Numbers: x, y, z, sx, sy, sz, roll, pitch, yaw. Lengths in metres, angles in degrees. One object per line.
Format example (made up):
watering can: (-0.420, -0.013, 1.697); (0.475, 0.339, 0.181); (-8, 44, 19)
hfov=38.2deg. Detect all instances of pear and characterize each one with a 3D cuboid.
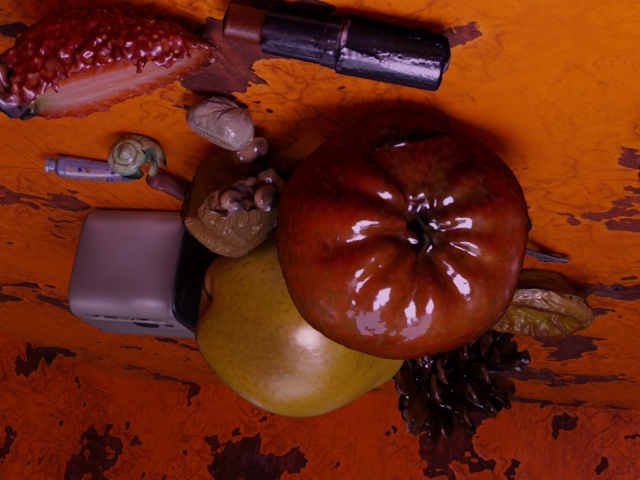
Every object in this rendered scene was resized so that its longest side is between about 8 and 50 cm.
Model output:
pear: (-0.030, 0.153, 1.753); (0.418, 0.362, 0.362); (7, 162, -20)

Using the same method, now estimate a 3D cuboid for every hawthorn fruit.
hawthorn fruit: (0.111, -0.005, 1.479); (0.403, 0.403, 0.403); (7, 161, 2)

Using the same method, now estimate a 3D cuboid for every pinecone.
pinecone: (0.371, 0.349, 2.442); (0.384, 0.384, 0.384); (7, 161, 2)

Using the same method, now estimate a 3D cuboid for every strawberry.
strawberry: (-0.297, -0.264, 1.292); (0.306, 0.138, 0.233); (-18, 180, -1)

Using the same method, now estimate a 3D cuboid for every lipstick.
lipstick: (0.020, -0.259, 1.204); (0.299, 0.081, 0.081); (13, 161, -1)

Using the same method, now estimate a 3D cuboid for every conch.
conch: (-0.321, -0.145, 1.687); (0.105, 0.079, 0.170); (11, 177, 8)

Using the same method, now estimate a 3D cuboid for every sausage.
sausage: (-0.279, -0.096, 1.834); (0.043, 0.043, 0.186); (-3, 162, 28)

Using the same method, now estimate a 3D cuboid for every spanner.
spanner: (0.418, 0.023, 1.867); (0.071, 0.017, 0.302); (3, 174, 39)

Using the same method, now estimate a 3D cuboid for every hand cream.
hand cream: (-0.446, -0.138, 1.794); (0.170, 0.043, 0.065); (6, 167, -8)

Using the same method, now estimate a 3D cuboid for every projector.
projector: (-0.382, 0.076, 2.065); (0.249, 0.248, 0.248); (2, 161, 16)

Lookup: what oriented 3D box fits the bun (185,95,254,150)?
bun: (-0.157, -0.192, 1.483); (0.115, 0.069, 0.115); (26, 173, 3)

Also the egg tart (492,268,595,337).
egg tart: (0.486, 0.138, 2.115); (0.295, 0.116, 0.295); (9, 160, 3)

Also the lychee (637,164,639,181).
lychee: (0.578, -0.070, 1.270); (0.267, 0.267, 0.267); (7, 161, 2)

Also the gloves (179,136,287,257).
gloves: (-0.146, -0.071, 1.615); (0.155, 0.203, 0.356); (23, 174, -15)

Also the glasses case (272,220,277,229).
glasses case: (-0.078, -0.063, 1.764); (0.122, 0.075, 0.314); (-19, -179, -40)

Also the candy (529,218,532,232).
candy: (0.333, -0.047, 1.736); (0.094, 0.051, 0.226); (1, 160, 28)
